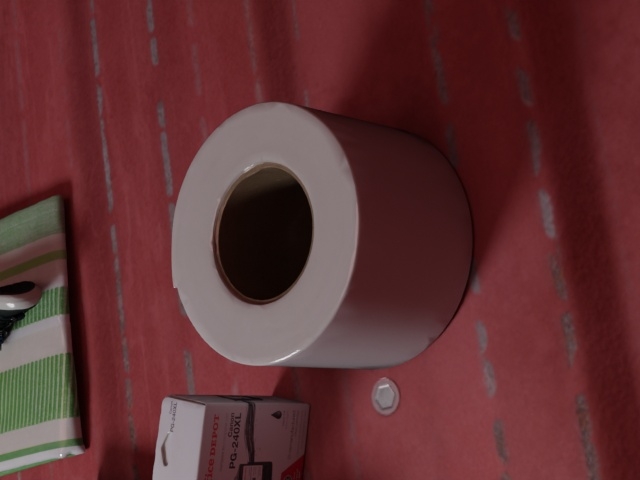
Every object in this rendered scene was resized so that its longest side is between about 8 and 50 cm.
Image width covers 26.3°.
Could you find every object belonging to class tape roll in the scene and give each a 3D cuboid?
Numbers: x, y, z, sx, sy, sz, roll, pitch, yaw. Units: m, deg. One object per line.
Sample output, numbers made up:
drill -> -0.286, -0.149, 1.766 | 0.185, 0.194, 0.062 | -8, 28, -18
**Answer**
tape roll -> 0.000, 0.000, 1.305 | 0.246, 0.169, 0.246 | -6, 81, 43

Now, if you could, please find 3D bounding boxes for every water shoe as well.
water shoe -> -0.406, 0.102, 1.701 | 0.203, 0.073, 0.080 | -12, 96, 43

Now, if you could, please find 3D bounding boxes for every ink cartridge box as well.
ink cartridge box -> -0.088, 0.212, 1.372 | 0.063, 0.150, 0.109 | 6, 89, 43

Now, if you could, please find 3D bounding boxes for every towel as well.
towel -> -0.392, 0.130, 1.742 | 0.248, 0.038, 0.325 | -19, 70, 38
